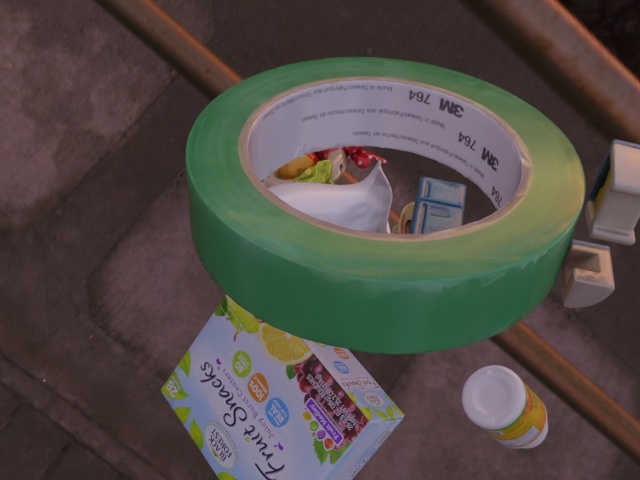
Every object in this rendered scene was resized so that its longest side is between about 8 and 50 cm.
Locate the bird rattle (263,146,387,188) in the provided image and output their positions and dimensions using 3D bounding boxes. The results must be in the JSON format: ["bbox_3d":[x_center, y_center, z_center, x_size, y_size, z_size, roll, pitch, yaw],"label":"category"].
[{"bbox_3d":[-0.011,-0.141,1.394,0.253,0.207,0.143,-63,142,-34],"label":"bird rattle"}]

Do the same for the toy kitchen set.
[{"bbox_3d":[0.204,-0.044,0.769,0.207,0.166,0.122,12,41,5],"label":"toy kitchen set"}]

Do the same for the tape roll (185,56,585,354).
[{"bbox_3d":[0.050,-0.048,0.641,0.321,0.077,0.321,2,41,-2],"label":"tape roll"}]

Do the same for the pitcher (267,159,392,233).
[{"bbox_3d":[0.000,0.000,1.003,0.207,0.125,0.177,-15,123,3],"label":"pitcher"}]

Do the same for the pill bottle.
[{"bbox_3d":[0.415,0.376,1.670,0.246,0.136,0.136,42,64,-48],"label":"pill bottle"}]

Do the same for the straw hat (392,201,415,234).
[{"bbox_3d":[0.190,-0.014,1.678,0.144,0.061,0.144,16,68,-48],"label":"straw hat"}]

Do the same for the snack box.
[{"bbox_3d":[-0.046,0.160,0.754,0.070,0.174,0.207,10,32,-52],"label":"snack box"}]
